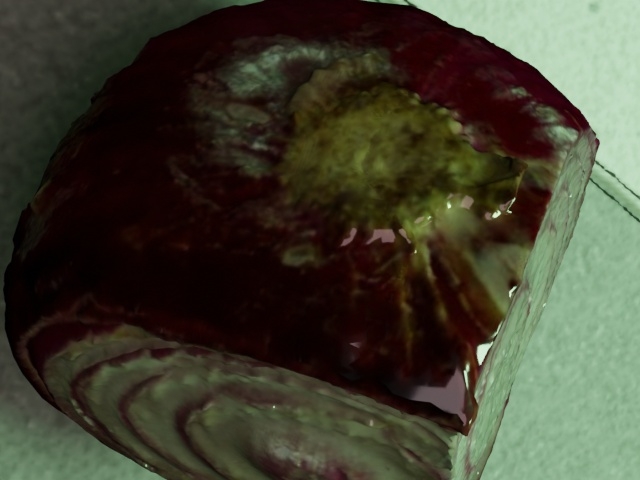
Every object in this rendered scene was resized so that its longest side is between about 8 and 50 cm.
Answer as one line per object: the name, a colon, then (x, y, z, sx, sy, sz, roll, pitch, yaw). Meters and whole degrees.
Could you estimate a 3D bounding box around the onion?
onion: (-0.005, -0.003, 0.545, 0.207, 0.216, 0.206, 20, 60, 6)
